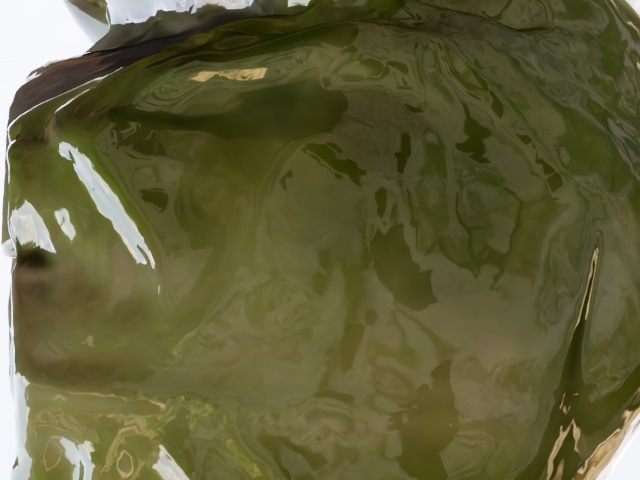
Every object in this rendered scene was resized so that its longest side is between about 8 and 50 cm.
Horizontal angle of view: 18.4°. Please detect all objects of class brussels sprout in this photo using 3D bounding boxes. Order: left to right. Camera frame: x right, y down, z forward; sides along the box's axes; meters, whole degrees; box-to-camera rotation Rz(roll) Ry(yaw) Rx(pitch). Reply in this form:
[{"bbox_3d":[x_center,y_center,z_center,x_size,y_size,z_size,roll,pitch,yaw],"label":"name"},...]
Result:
[{"bbox_3d":[0.018,0.003,1.047,0.361,0.342,0.425,-1,-118,2],"label":"brussels sprout"}]
